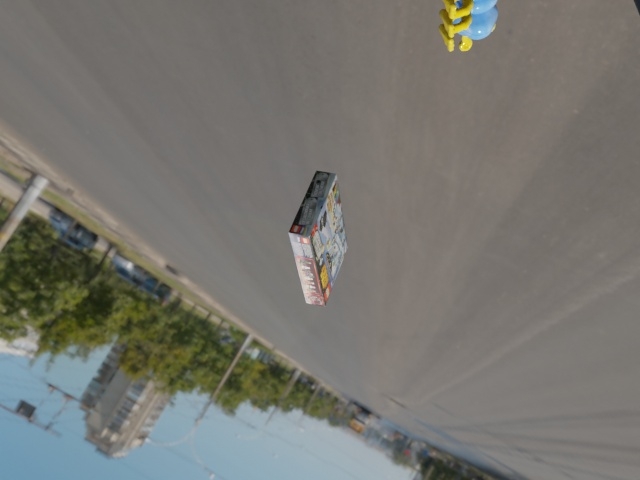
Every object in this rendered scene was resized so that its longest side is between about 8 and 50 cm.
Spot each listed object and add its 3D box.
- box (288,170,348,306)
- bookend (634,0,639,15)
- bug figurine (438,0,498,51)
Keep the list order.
[{"bbox_3d":[0.000,0.000,0.899,0.027,0.093,0.137,10,144,17],"label":"box"},{"bbox_3d":[0.422,-0.258,0.825,0.156,0.157,0.072,65,159,-8],"label":"bookend"},{"bbox_3d":[0.084,-0.286,0.570,0.216,0.072,0.278,79,175,-63],"label":"bug figurine"}]
